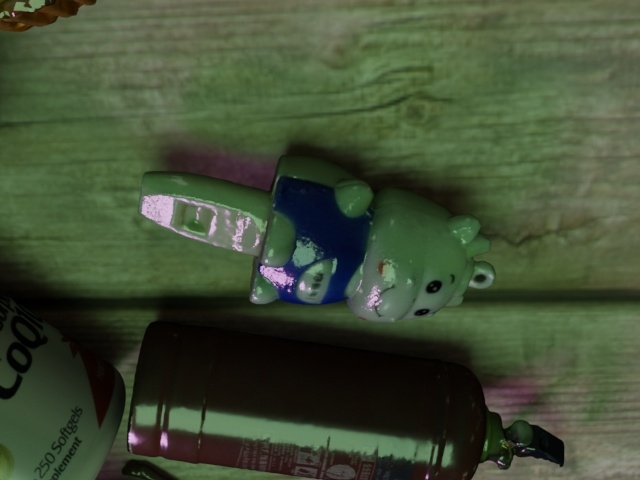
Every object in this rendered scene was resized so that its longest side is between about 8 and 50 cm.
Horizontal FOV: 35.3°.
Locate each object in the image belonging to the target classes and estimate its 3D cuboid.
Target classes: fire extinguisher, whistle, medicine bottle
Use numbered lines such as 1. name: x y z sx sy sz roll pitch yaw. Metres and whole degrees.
1. fire extinguisher: 0.033 0.139 0.772 0.343 0.102 0.138 8 159 -3
2. whistle: 0.000 0.000 0.664 0.244 0.092 0.110 13 137 -7
3. medicine bottle: -0.294 0.087 0.710 0.288 0.157 0.157 39 120 -23

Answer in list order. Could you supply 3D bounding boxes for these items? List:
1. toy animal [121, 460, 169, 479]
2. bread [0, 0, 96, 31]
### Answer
1. toy animal: -0.201 0.307 0.912 0.214 0.094 0.186 -19 132 8
2. bread: -0.176 -0.196 0.499 0.199 0.104 0.199 0 96 1
